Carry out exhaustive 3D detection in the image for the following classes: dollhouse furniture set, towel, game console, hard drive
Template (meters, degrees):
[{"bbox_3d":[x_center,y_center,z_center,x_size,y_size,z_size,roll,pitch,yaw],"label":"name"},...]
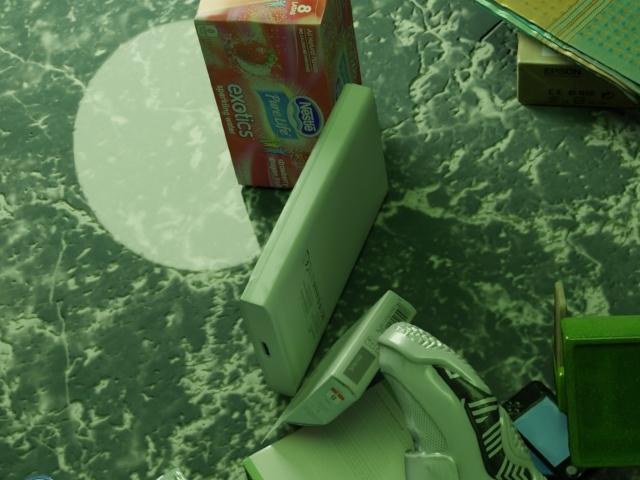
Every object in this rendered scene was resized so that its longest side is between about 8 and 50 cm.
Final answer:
[{"bbox_3d":[0.394,0.114,1.322,0.302,0.151,0.197,-2,23,6],"label":"dollhouse furniture set"},{"bbox_3d":[0.355,-0.339,1.659,0.271,0.040,0.370,-40,56,-19],"label":"towel"},{"bbox_3d":[0.233,0.204,1.383,0.107,0.071,0.122,-35,58,-15],"label":"game console"},{"bbox_3d":[0.000,0.000,1.482,0.040,0.203,0.307,14,59,18],"label":"hard drive"}]

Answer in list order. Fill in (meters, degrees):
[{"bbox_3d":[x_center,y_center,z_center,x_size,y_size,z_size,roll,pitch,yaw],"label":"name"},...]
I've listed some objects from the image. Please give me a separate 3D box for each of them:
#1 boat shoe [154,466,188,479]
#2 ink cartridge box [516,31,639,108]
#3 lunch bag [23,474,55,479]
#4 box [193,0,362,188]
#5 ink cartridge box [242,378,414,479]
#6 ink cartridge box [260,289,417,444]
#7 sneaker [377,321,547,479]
[{"bbox_3d":[-0.105,0.319,1.352,0.081,0.079,0.227,-42,56,-14],"label":"boat shoe"},{"bbox_3d":[0.380,-0.270,1.681,0.235,0.088,0.193,3,57,13],"label":"ink cartridge box"},{"bbox_3d":[-0.284,0.368,1.344,0.176,0.090,0.219,-41,58,-15],"label":"lunch bag"},{"bbox_3d":[-0.039,-0.206,1.573,0.154,0.300,0.142,5,55,11],"label":"box"},{"bbox_3d":[0.058,0.251,1.388,0.235,0.056,0.171,-28,56,-13],"label":"ink cartridge box"},{"bbox_3d":[0.018,0.149,1.394,0.045,0.179,0.145,38,48,1],"label":"ink cartridge box"},{"bbox_3d":[0.114,0.272,1.258,0.210,0.137,0.365,-32,86,-9],"label":"sneaker"}]
